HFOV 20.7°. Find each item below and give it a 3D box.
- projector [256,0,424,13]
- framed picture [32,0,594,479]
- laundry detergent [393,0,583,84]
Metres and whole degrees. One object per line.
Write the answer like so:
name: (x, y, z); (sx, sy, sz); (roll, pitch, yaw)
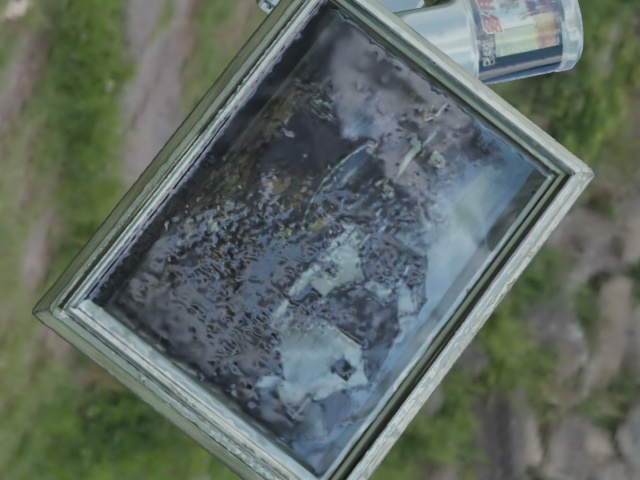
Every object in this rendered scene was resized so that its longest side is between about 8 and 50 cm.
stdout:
projector: (0.023, -0.251, 1.762); (0.115, 0.147, 0.061); (-55, -158, 22)
framed picture: (0.000, 0.000, 1.095); (0.296, 0.232, 0.019); (-53, -179, -9)
laundry detergent: (0.082, -0.158, 1.325); (0.070, 0.225, 0.099); (163, -85, -74)
